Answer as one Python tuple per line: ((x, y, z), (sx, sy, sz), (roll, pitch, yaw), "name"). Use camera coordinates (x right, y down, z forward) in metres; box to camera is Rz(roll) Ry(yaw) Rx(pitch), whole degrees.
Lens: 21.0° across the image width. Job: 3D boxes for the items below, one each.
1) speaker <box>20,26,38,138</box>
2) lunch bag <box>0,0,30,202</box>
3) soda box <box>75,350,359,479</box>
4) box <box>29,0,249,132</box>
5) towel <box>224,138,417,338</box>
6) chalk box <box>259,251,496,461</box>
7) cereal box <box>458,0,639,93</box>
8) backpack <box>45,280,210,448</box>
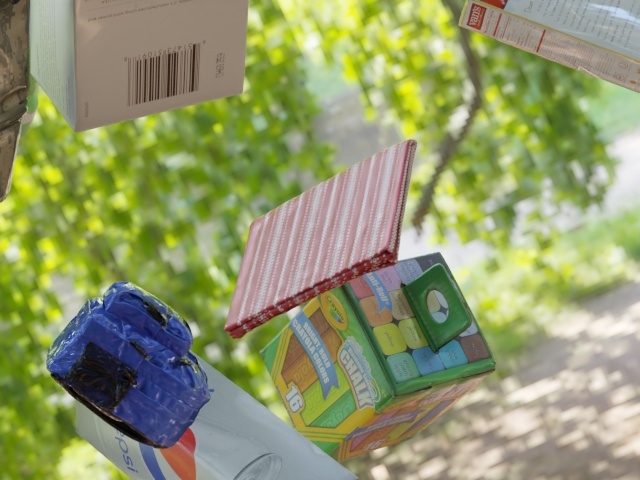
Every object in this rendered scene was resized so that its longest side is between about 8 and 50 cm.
((-0.363, -0.264, 1.930), (0.131, 0.296, 0.131), (10, 24, -4), "speaker")
((-0.408, -0.174, 1.499), (0.305, 0.256, 0.212), (20, 17, 13), "lunch bag")
((-0.099, 0.190, 1.545), (0.098, 0.091, 0.286), (-23, 43, -37), "soda box")
((-0.170, -0.220, 1.612), (0.181, 0.182, 0.119), (-16, 43, -25), "box")
((0.000, 0.000, 2.081), (0.275, 0.031, 0.199), (-27, 35, 35), "towel")
((0.086, 0.138, 2.209), (0.179, 0.180, 0.289), (-11, -24, -36), "chalk box")
((0.267, -0.227, 1.613), (0.047, 0.240, 0.173), (103, -168, -54), "cereal box")
((-0.140, 0.098, 1.337), (0.101, 0.120, 0.098), (-49, 10, 6), "backpack")
